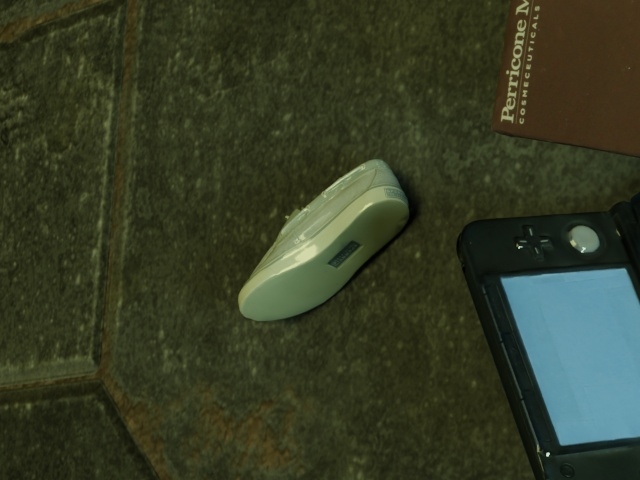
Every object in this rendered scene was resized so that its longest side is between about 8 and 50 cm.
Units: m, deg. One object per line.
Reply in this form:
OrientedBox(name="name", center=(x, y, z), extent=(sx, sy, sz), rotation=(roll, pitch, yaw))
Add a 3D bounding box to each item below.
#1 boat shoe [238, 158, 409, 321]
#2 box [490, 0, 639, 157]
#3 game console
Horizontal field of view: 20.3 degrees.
OrientedBox(name="boat shoe", center=(0.000, -0.001, 1.859), extent=(0.227, 0.079, 0.081), rotation=(-39, 44, 27))
OrientedBox(name="box", center=(0.308, -0.150, 1.386), extent=(0.381, 0.143, 0.191), rotation=(15, 99, 58))
OrientedBox(name="game console", center=(0.284, 0.059, 1.469), extent=(0.173, 0.250, 0.293), rotation=(114, 145, -51))
